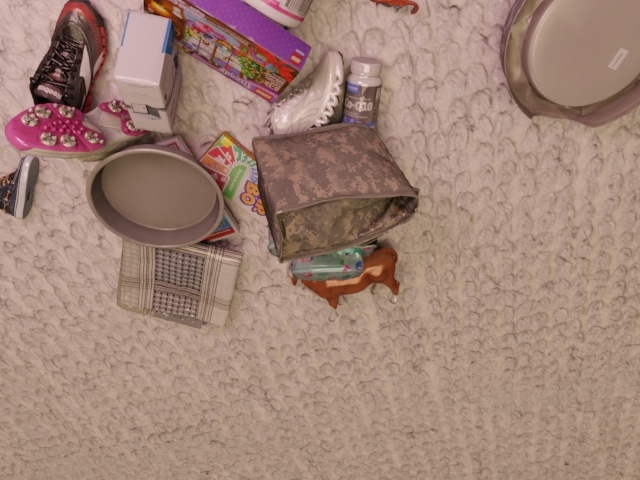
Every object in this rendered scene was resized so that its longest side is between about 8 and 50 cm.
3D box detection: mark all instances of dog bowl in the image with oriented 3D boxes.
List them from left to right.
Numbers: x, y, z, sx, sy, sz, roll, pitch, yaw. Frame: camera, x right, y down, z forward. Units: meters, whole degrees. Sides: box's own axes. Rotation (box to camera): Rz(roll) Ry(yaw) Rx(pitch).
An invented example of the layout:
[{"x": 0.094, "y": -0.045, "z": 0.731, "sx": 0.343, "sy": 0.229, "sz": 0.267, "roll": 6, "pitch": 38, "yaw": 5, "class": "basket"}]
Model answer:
[{"x": 0.526, "y": -0.399, "z": 0.942, "sx": 0.349, "sy": 0.102, "sz": 0.348, "roll": 0, "pitch": 124, "yaw": -1, "class": "dog bowl"}]

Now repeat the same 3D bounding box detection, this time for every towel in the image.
[{"x": -0.388, "y": 0.118, "z": 1.280, "sx": 0.312, "sy": 0.056, "sz": 0.324, "roll": 14, "pitch": 130, "yaw": -10, "class": "towel"}]

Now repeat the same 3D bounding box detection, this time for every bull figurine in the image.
[{"x": 0.065, "y": 0.111, "z": 1.278, "sx": 0.311, "sy": 0.101, "sz": 0.188, "roll": -14, "pitch": 127, "yaw": 11, "class": "bull figurine"}]

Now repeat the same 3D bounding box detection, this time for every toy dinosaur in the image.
[{"x": 0.146, "y": -0.457, "z": 0.920, "sx": 0.082, "sy": 0.090, "sz": 0.047, "roll": 27, "pitch": 142, "yaw": 18, "class": "toy dinosaur"}]

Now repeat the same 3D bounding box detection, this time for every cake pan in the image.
[{"x": -0.364, "y": -0.099, "z": 1.070, "sx": 0.293, "sy": 0.054, "sz": 0.293, "roll": -4, "pitch": 137, "yaw": -3, "class": "cake pan"}]

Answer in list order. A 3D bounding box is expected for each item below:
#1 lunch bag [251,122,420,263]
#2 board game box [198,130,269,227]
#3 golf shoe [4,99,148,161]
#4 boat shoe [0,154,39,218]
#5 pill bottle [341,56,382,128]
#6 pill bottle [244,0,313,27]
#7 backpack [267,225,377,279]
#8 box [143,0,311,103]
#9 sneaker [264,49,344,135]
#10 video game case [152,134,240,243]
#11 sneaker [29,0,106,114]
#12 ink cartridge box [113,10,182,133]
[{"x": 0.028, "y": -0.107, "z": 0.945, "sx": 0.287, "sy": 0.235, "sz": 0.169, "roll": -13, "pitch": 139, "yaw": -11, "class": "lunch bag"}, {"x": -0.168, "y": -0.134, "z": 1.149, "sx": 0.259, "sy": 0.039, "sz": 0.124, "roll": 37, "pitch": 117, "yaw": -26, "class": "board game box"}, {"x": -0.483, "y": -0.198, "z": 0.953, "sx": 0.140, "sy": 0.306, "sz": 0.115, "roll": -36, "pitch": 88, "yaw": 30, "class": "golf shoe"}, {"x": -0.727, "y": -0.134, "z": 1.119, "sx": 0.083, "sy": 0.065, "sz": 0.183, "roll": 22, "pitch": 122, "yaw": -17, "class": "boat shoe"}, {"x": 0.089, "y": -0.311, "z": 1.007, "sx": 0.078, "sy": 0.078, "sz": 0.137, "roll": 3, "pitch": 123, "yaw": -3, "class": "pill bottle"}, {"x": -0.037, "y": -0.532, "z": 0.805, "sx": 0.160, "sy": 0.160, "sz": 0.283, "roll": 26, "pitch": 117, "yaw": -17, "class": "pill bottle"}, {"x": 0.000, "y": 0.000, "z": 1.124, "sx": 0.254, "sy": 0.225, "sz": 0.191, "roll": 6, "pitch": 80, "yaw": 0, "class": "backpack"}, {"x": -0.182, "y": -0.381, "z": 0.890, "sx": 0.293, "sy": 0.201, "sz": 0.057, "roll": 27, "pitch": 80, "yaw": -17, "class": "box"}, {"x": -0.046, "y": -0.271, "z": 1.008, "sx": 0.118, "sy": 0.110, "sz": 0.292, "roll": 21, "pitch": 120, "yaw": -20, "class": "sneaker"}, {"x": -0.351, "y": -0.100, "z": 1.150, "sx": 0.204, "sy": 0.025, "sz": 0.285, "roll": -16, "pitch": 126, "yaw": 17, "class": "video game case"}, {"x": -0.505, "y": -0.337, "z": 0.947, "sx": 0.098, "sy": 0.135, "sz": 0.276, "roll": 23, "pitch": 119, "yaw": -14, "class": "sneaker"}, {"x": -0.323, "y": -0.312, "z": 0.910, "sx": 0.082, "sy": 0.139, "sz": 0.190, "roll": 7, "pitch": 165, "yaw": -7, "class": "ink cartridge box"}]
